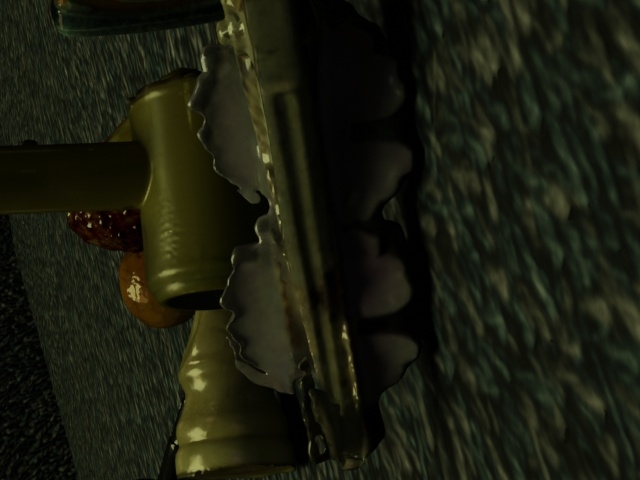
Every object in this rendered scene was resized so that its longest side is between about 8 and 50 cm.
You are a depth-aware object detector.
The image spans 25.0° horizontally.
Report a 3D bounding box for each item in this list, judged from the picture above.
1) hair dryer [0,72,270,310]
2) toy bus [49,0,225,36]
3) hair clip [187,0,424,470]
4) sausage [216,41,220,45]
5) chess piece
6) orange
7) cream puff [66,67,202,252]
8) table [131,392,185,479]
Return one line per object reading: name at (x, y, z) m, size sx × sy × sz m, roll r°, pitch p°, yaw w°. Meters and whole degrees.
hair dryer at (-0.160, -0.025, 0.870) m, size 0.090 × 0.278 × 0.135 m, roll 143°, pitch 123°, yaw -69°
toy bus at (-0.127, -0.257, 0.880) m, size 0.275 × 0.138 × 0.167 m, roll -115°, pitch 21°, yaw -44°
hair clip at (-0.004, -0.021, 0.685) m, size 0.084 × 0.106 × 0.292 m, roll -106°, pitch 6°, yaw -66°
sausage at (-0.032, -0.093, 0.806) m, size 0.094 × 0.059 × 0.054 m, roll 170°, pitch 110°, yaw -77°
chess piece at (-0.068, 0.073, 1.062) m, size 0.090 × 0.090 × 0.200 m, roll 130°, pitch 137°, yaw -71°
orange at (-0.142, 0.038, 1.287) m, size 0.083 × 0.070 × 0.083 m, roll 164°, pitch 90°, yaw -87°
cream puff at (-0.113, -0.052, 1.019) m, size 0.084 × 0.149 × 0.149 m, roll 39°, pitch 169°, yaw -11°
table at (-0.163, 0.264, 1.301) m, size 0.249 × 0.317 × 0.317 m, roll 111°, pitch 146°, yaw -41°
